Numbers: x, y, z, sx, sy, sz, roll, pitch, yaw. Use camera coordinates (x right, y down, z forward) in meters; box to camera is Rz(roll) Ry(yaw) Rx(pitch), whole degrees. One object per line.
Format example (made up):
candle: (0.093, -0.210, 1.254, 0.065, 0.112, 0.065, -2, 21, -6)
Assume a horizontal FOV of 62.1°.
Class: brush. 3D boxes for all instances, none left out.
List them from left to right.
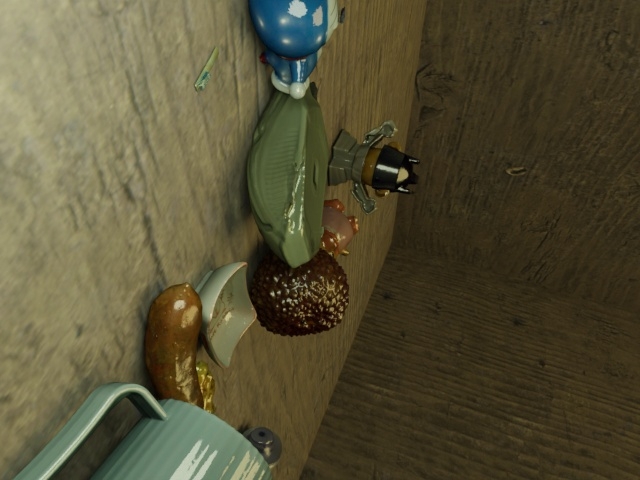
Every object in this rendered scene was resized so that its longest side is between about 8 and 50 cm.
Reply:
brush: (-0.177, -0.273, 0.845, 0.016, 0.013, 0.083, 71, 36, -64)

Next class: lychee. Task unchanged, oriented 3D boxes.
lychee: (-0.055, 0.107, 1.325, 0.271, 0.272, 0.271, 16, 90, -76)

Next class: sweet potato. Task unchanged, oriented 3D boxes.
sweet potato: (-0.249, 0.205, 0.910, 0.097, 0.098, 0.291, -42, 138, -65)

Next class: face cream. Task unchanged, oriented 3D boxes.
face cream: (-0.222, 0.739, 1.637, 0.235, 0.137, 0.420, -50, 161, -61)

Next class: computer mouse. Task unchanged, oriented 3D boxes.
computer mouse: (-0.073, -0.149, 1.129, 0.228, 0.146, 0.428, 49, 43, -65)

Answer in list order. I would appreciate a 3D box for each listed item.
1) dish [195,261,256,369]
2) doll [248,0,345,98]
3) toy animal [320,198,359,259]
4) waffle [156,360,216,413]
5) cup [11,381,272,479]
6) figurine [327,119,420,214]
dish: (-0.204, 0.146, 1.078, 0.212, 0.077, 0.151, 89, 23, -50)
doll: (-0.041, -0.379, 0.960, 0.257, 0.161, 0.215, 96, -15, -76)
toy animal: (-0.003, 0.003, 1.558, 0.169, 0.195, 0.281, -36, -166, 32)
waffle: (-0.291, 0.394, 1.058, 0.281, 0.058, 0.300, -34, 137, -69)
cup: (-0.273, 0.408, 0.785, 0.257, 0.331, 0.311, -47, -175, 48)
figurine: (0.169, -0.232, 1.698, 0.143, 0.309, 0.308, -42, 145, -57)
